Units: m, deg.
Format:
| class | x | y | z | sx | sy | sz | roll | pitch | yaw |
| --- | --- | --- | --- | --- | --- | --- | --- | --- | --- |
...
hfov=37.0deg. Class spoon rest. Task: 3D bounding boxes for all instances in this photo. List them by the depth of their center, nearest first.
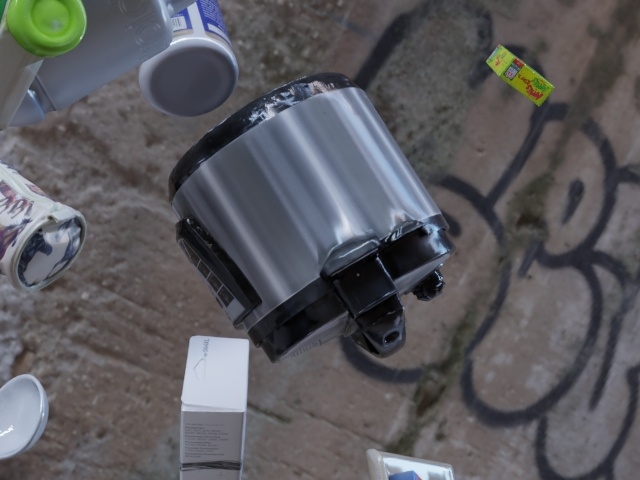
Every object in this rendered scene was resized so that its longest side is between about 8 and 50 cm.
| class | x | y | z | sx | sy | sz | roll | pitch | yaw |
| --- | --- | --- | --- | --- | --- | --- | --- | --- | --- |
| spoon rest | -0.552 | 0.335 | 1.605 | 0.084 | 0.276 | 0.137 | 25 | 28 | -46 |

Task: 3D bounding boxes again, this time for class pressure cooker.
| class | x | y | z | sx | sy | sz | roll | pitch | yaw |
| --- | --- | --- | --- | --- | --- | --- | --- | --- | --- |
| pressure cooker | 0.005 | -0.003 | 1.498 | 0.370 | 0.375 | 0.420 | -23 | 79 | -52 |

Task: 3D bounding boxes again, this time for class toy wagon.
| class | x | y | z | sx | sy | sz | roll | pitch | yaw |
| --- | --- | --- | --- | --- | --- | --- | --- | --- | --- |
| toy wagon | -0.258 | -0.256 | 0.822 | 0.068 | 0.345 | 0.267 | 18 | -12 | -33 |

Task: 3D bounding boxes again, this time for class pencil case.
| class | x | y | z | sx | sy | sz | roll | pitch | yaw |
| --- | --- | --- | --- | --- | --- | --- | --- | --- | --- |
| pencil case | -0.574 | -0.076 | 1.644 | 0.410 | 0.184 | 0.160 | 34 | 38 | 27 |

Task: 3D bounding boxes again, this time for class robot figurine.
| class | x | y | z | sx | sy | sz | roll | pitch | yaw |
| --- | --- | --- | --- | --- | --- | --- | --- | --- | --- |
| robot figurine | -0.318 | -0.268 | 1.139 | 0.200 | 0.353 | 0.300 | 56 | -10 | 9 |

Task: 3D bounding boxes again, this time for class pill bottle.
| class | x | y | z | sx | sy | sz | roll | pitch | yaw |
| --- | --- | --- | --- | --- | --- | --- | --- | --- | --- |
| pill bottle | -0.227 | -0.334 | 1.520 | 0.153 | 0.153 | 0.265 | 27 | 34 | -42 |

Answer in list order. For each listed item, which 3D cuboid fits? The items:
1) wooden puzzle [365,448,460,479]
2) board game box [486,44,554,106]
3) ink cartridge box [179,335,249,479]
| class | x | y | z | sx | sy | sz | roll | pitch | yaw |
| --- | --- | --- | --- | --- | --- | --- | --- | --- | --- |
| wooden puzzle | 0.189 | 0.490 | 1.475 | 0.080 | 0.322 | 0.348 | -19 | -25 | 21 |
| board game box | 0.358 | -0.300 | 1.728 | 0.092 | 0.043 | 0.181 | 34 | 16 | -9 |
| ink cartridge box | -0.145 | 0.253 | 1.306 | 0.085 | 0.203 | 0.148 | 4 | 34 | -5 |
